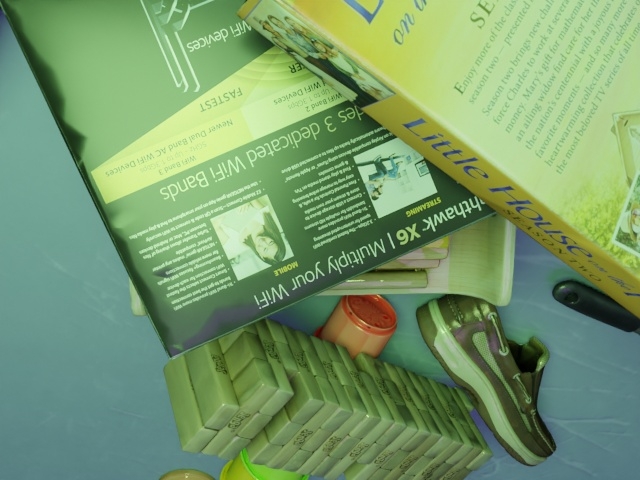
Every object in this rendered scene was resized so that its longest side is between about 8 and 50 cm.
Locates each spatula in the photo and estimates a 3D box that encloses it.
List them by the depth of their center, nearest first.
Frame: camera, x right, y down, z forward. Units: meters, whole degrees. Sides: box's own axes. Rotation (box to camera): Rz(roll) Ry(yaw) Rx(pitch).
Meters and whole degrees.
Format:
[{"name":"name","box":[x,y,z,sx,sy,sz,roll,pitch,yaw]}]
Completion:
[{"name":"spatula","box":[0.360,0.106,0.785,0.296,0.030,0.084,27,124,-20]}]

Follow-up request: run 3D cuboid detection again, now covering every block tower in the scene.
[{"name":"block tower","box":[0.025,0.165,0.681,0.335,0.097,0.091,24,116,-38]}]

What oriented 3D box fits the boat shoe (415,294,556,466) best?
[{"name":"boat shoe","box":[0.206,0.148,0.776,0.095,0.095,0.257,-32,121,14]}]

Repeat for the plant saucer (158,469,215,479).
[{"name":"plant saucer","box":[-0.175,0.331,0.953,0.083,0.013,0.083,0,127,0]}]

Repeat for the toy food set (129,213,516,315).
[{"name":"toy food set","box":[0.001,-0.050,0.569,0.306,0.092,0.220,-1,102,0]}]

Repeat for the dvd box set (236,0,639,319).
[{"name":"dvd box set","box":[0.202,-0.133,0.445,0.420,0.062,0.308,33,79,-16]}]

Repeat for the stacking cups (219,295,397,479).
[{"name":"stacking cups","box":[-0.020,0.182,0.804,0.096,0.096,0.316,18,121,-14]}]

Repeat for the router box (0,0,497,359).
[{"name":"router box","box":[-0.007,-0.099,0.480,0.308,0.081,0.243,-23,97,-5]}]
